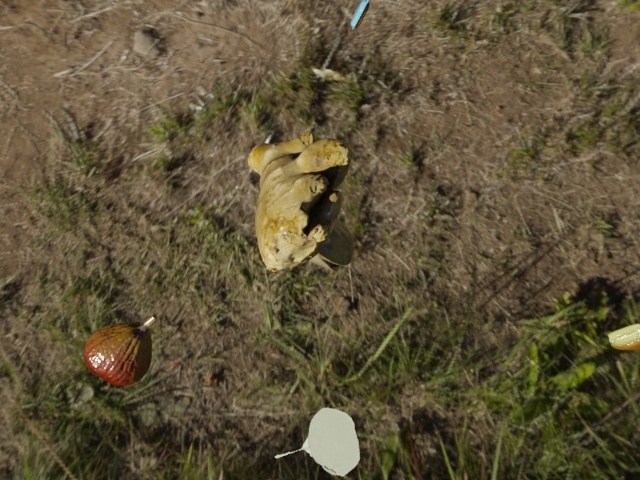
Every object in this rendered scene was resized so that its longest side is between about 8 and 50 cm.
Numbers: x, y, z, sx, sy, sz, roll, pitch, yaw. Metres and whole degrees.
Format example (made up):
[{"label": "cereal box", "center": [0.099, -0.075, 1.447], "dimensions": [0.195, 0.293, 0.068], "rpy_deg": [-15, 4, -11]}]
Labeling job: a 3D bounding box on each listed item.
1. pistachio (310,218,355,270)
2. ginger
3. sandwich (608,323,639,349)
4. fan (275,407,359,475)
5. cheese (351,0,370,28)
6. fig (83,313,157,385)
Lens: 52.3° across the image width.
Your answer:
[{"label": "pistachio", "center": [0.000, 0.000, 1.713], "dimensions": [0.137, 0.153, 0.238], "rpy_deg": [-30, 143, 26]}, {"label": "ginger", "center": [-0.054, -0.116, 1.193], "dimensions": [0.166, 0.376, 0.236], "rpy_deg": [2, 135, -26]}, {"label": "sandwich", "center": [0.479, 0.144, 0.975], "dimensions": [0.083, 0.031, 0.044], "rpy_deg": [-2, 143, 9]}, {"label": "fan", "center": [-0.016, 0.564, 1.790], "dimensions": [0.310, 0.010, 0.182], "rpy_deg": [-26, 71, 35]}, {"label": "cheese", "center": [0.075, -0.394, 1.095], "dimensions": [0.017, 0.111, 0.047], "rpy_deg": [21, 63, -11]}, {"label": "fig", "center": [-0.340, 0.200, 1.161], "dimensions": [0.153, 0.119, 0.119], "rpy_deg": [-14, 109, 30]}]
